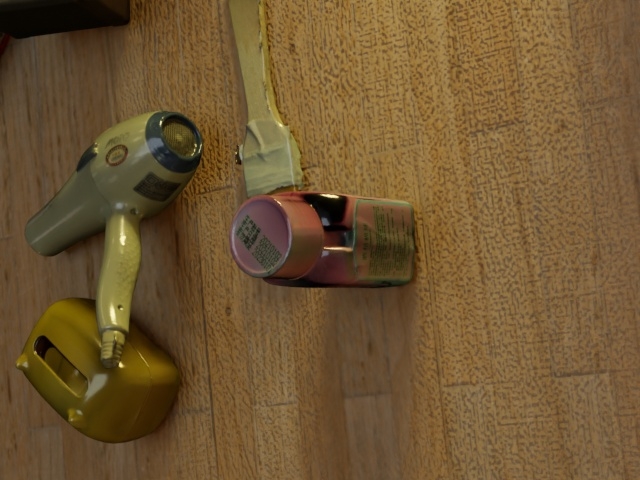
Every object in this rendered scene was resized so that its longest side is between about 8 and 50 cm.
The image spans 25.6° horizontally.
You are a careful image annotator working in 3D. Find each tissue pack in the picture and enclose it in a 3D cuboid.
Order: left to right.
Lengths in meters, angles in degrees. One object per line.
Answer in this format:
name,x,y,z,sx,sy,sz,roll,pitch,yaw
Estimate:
tissue pack,-0.262,0.149,1.634,0.178,0.127,0.123,39,108,31

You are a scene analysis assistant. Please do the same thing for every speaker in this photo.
speaker,-0.323,-0.366,1.648,0.153,0.192,0.231,-5,85,11

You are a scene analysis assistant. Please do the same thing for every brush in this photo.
brush,-0.066,-0.161,1.567,0.085,0.020,0.336,-15,78,36

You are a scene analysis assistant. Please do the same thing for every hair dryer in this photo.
hair dryer,-0.267,0.002,1.631,0.296,0.119,0.298,-6,62,54

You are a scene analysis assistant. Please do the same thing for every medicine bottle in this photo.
medicine bottle,0.000,0.000,1.402,0.119,0.188,0.094,-1,88,37

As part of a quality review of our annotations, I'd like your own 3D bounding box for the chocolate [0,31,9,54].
chocolate,-0.494,-0.327,1.846,0.235,0.108,0.237,41,110,32
